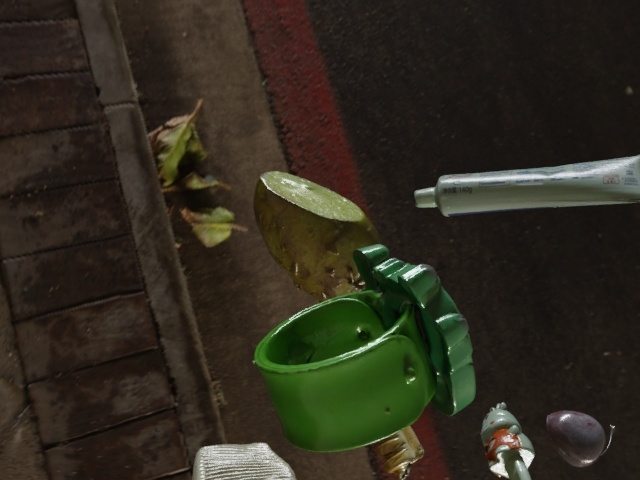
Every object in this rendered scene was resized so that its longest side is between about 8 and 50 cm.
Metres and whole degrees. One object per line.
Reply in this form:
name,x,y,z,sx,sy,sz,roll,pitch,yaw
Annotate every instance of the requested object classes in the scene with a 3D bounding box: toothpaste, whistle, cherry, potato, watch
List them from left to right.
potato,0.000,0.000,1.269,0.298,0.176,0.141,43,24,-6
watch,0.027,0.094,0.583,0.152,0.165,0.131,-26,107,-17
whistle,0.414,0.464,1.665,0.105,0.253,0.102,-16,124,3
toothpaste,0.236,-0.060,0.840,0.069,0.268,0.047,-45,127,-62
cherry,0.619,0.449,1.796,0.148,0.115,0.188,20,42,25

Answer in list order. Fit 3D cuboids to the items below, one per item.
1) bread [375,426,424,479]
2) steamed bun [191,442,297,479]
bread,0.160,0.435,1.649,0.119,0.084,0.177,16,43,-62
steamed bun,-0.176,0.651,1.768,0.247,0.383,0.236,-3,102,-21
